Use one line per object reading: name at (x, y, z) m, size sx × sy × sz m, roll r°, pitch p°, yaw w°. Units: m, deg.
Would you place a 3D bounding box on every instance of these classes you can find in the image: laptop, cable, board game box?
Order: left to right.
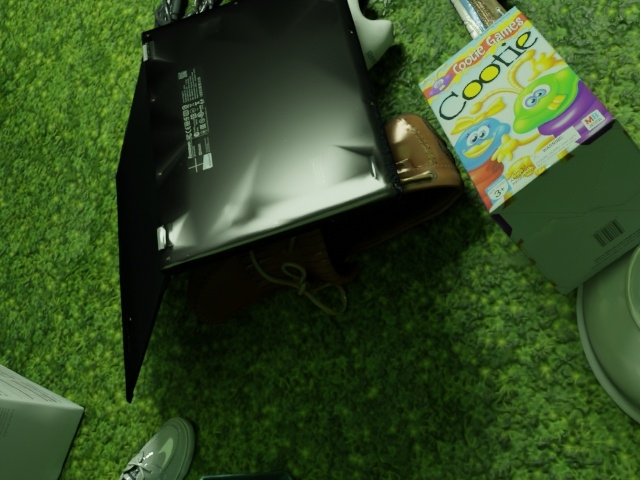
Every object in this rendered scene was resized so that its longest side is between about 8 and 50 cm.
cable at (-0.187, -0.349, 1.417) m, size 0.150 × 0.047 × 0.184 m, roll -30°, pitch 40°, yaw 35°
laptop at (-0.109, -0.069, 1.188) m, size 0.408 × 0.236 × 0.382 m, roll -18°, pitch 52°, yaw 7°
board game box at (0.226, -0.102, 1.013) m, size 0.144 × 0.142 × 0.275 m, roll -38°, pitch 32°, yaw 15°

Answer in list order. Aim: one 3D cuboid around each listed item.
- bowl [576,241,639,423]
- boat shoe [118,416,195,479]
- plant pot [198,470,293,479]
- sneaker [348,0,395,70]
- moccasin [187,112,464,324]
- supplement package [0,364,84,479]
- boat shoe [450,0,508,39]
bowl at (0.385, 0.055, 0.958) m, size 0.298 × 0.134 × 0.298 m, roll -8°, pitch 73°, yaw 26°
boat shoe at (-0.232, 0.311, 1.271) m, size 0.066 × 0.063 × 0.184 m, roll 40°, pitch 98°, yaw 31°
plant pot at (-0.129, 0.406, 1.136) m, size 0.234 × 0.165 × 0.165 m, roll -42°, pitch 61°, yaw 21°
sneaker at (-0.008, -0.324, 1.307) m, size 0.129 × 0.111 × 0.297 m, roll -36°, pitch 69°, yaw 3°
moccasin at (0.001, 0.001, 1.193) m, size 0.380 × 0.139 × 0.147 m, roll -28°, pitch 56°, yaw 10°
supplement package at (-0.507, 0.273, 1.316) m, size 0.198 × 0.262 × 0.199 m, roll 18°, pitch 86°, yaw 32°
boat shoe at (0.196, -0.302, 1.202) m, size 0.066 × 0.066 × 0.183 m, roll -30°, pitch 74°, yaw 14°
